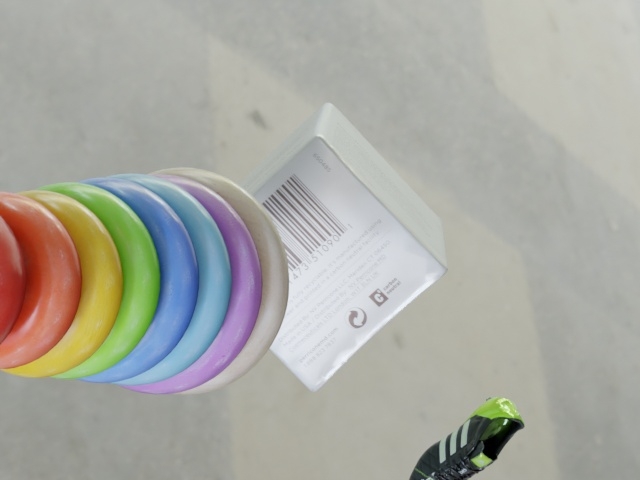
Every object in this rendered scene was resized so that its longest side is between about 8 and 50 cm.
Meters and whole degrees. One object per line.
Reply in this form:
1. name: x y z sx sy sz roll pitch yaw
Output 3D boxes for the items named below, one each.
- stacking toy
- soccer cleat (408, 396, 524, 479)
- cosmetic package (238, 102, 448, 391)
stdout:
1. stacking toy: -0.134 0.023 0.854 0.141 0.141 0.330 69 18 8
2. soccer cleat: 0.174 0.263 1.953 0.060 0.179 0.072 42 4 -22
3. cosmetic package: 0.000 0.000 1.324 0.151 0.151 0.183 46 12 -7
